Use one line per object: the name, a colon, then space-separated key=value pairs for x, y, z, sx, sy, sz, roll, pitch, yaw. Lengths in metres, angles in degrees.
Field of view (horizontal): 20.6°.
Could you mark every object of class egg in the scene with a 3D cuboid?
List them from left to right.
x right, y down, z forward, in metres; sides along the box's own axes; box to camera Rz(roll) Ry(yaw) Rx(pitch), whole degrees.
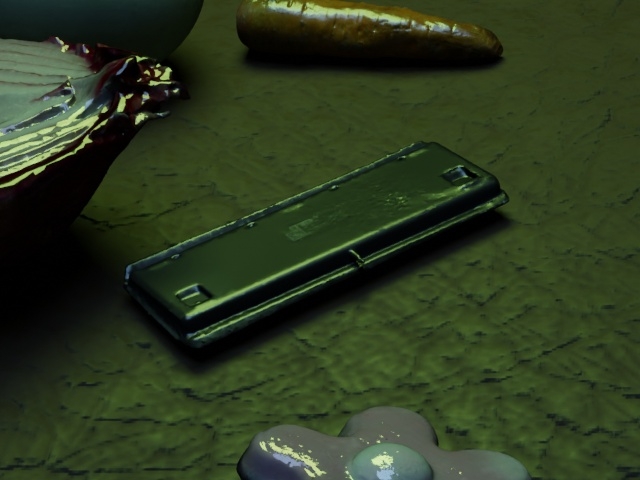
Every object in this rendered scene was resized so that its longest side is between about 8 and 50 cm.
egg: x=-0.173 y=-0.183 z=1.229 sx=0.192 sy=0.149 sz=0.149 roll=7 pitch=37 yaw=21

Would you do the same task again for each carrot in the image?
carrot: x=0.034 y=-0.149 z=1.246 sx=0.191 sy=0.047 sz=0.047 roll=5 pitch=36 yaw=12

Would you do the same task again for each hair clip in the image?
hair clip: x=-0.013 y=0.144 z=0.814 sx=0.257 sy=0.075 sz=0.146 roll=-26 pitch=35 yaw=-34

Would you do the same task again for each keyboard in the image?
keyboard: x=0.000 y=0.000 z=1.051 sx=0.230 sy=0.025 sz=0.094 roll=-24 pitch=37 yaw=-24

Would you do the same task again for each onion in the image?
onion: x=-0.212 y=-0.039 z=1.053 sx=0.284 sy=0.120 sz=0.227 roll=-9 pitch=33 yaw=1
